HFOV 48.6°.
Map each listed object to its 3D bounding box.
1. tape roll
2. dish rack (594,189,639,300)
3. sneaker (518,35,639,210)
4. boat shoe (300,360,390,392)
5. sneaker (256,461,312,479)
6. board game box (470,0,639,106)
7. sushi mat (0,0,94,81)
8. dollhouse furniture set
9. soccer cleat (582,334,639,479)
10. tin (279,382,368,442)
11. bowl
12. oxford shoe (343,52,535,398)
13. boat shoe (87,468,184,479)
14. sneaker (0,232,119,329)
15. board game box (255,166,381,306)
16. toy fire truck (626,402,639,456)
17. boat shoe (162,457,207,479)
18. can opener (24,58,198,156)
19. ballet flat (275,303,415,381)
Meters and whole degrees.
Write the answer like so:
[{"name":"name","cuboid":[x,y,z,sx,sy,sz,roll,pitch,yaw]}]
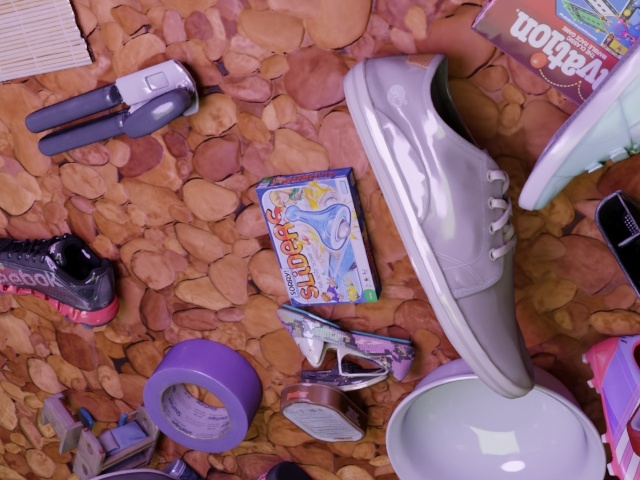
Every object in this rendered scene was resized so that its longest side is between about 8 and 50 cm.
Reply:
[{"name":"tape roll","cuboid":[-0.200,0.266,1.211,0.189,0.080,0.189,8,122,13]},{"name":"dish rack","cuboid":[0.466,-0.017,0.764,0.271,0.074,0.208,-38,61,32]},{"name":"sneaker","cuboid":[0.339,-0.095,0.768,0.151,0.094,0.256,39,123,3]},{"name":"boat shoe","cuboid":[0.033,0.214,1.120,0.152,0.056,0.049,-15,82,20]},{"name":"sneaker","cuboid":[-0.022,0.530,1.312,0.270,0.090,0.145,42,124,-6]},{"name":"board game box","cuboid":[0.323,-0.214,0.781,0.281,0.027,0.145,33,126,-4]},{"name":"sushi mat","cuboid":[-0.471,-0.295,0.989,0.316,0.019,0.151,-5,120,20]},{"name":"dollhouse furniture set","cuboid":[-0.410,0.342,1.321,0.183,0.129,0.129,43,128,26]},{"name":"soccer cleat","cuboid":[0.413,0.238,0.911,0.095,0.248,0.083,-27,141,30]},{"name":"tin","cuboid":[0.006,0.279,1.133,0.106,0.040,0.190,-7,144,27]},{"name":"bowl","cuboid":[0.253,0.269,1.035,0.298,0.134,0.298,8,122,13]},{"name":"oxford shoe","cuboid":[0.170,-0.021,0.836,0.130,0.169,0.449,-22,95,20]},{"name":"boat shoe","cuboid":[-0.272,0.490,1.278,0.335,0.095,0.112,17,108,-29]},{"name":"sneaker","cuboid":[-0.449,0.036,1.139,0.276,0.097,0.135,21,125,2]},{"name":"board game box","cuboid":[0.000,0.000,1.009,0.136,0.035,0.201,-6,118,21]},{"name":"toy fire truck","cuboid":[0.516,0.147,0.796,0.254,0.302,0.169,0,124,49]},{"name":"boat shoe","cuboid":[-0.298,0.503,1.396,0.083,0.065,0.183,40,123,-10]},{"name":"can opener","cuboid":[-0.293,-0.169,0.963,0.283,0.095,0.076,-12,115,23]},{"name":"ballet flat","cuboid":[0.030,0.161,1.067,0.221,0.079,0.077,16,167,5]}]
